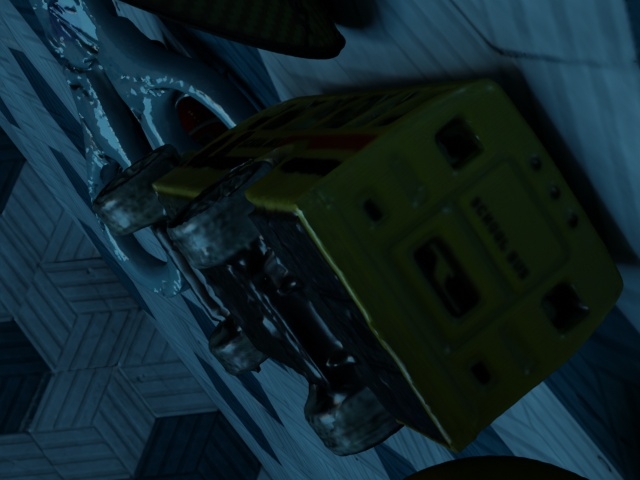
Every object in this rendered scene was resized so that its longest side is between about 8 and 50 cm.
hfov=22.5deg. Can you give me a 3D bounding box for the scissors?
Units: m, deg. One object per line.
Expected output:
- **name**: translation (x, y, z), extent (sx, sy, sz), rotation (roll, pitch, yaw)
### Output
- **scissors**: translation (-0.140, -0.129, 0.987), extent (0.180, 0.032, 0.393), rotation (-27, 93, 47)

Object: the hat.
- **hat**: translation (-0.064, -0.149, 0.659), extent (0.193, 0.082, 0.193), rotation (24, -166, -6)

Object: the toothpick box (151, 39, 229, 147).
- **toothpick box**: translation (-0.098, -0.090, 1.039), extent (0.083, 0.047, 0.047), rotation (49, 168, 24)

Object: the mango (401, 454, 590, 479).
- **mango**: translation (0.149, 0.283, 0.661), extent (0.445, 0.232, 0.300), rotation (56, -168, -5)

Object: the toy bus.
- **toy bus**: translation (0.000, 0.000, 0.711), extent (0.121, 0.123, 0.335), rotation (54, 169, -12)
